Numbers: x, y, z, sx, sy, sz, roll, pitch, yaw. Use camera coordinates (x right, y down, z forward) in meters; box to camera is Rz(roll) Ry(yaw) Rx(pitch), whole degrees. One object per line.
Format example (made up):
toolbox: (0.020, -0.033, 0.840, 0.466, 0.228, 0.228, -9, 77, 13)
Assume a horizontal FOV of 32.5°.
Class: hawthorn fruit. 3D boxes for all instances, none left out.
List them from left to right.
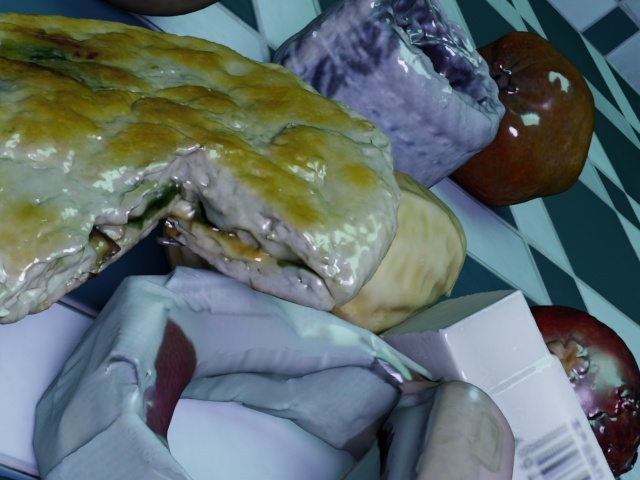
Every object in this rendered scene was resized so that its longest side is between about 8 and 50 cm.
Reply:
hawthorn fruit: (0.239, -0.133, 1.379, 0.248, 0.208, 0.208, 61, 7, -57)

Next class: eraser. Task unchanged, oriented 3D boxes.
eraser: (0.145, 0.175, 0.780, 0.279, 0.081, 0.124, 65, -21, -2)

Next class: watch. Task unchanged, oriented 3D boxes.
watch: (-0.033, 0.120, 0.617, 0.241, 0.162, 0.253, 38, 23, -2)

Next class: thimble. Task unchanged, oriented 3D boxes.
thimble: (0.071, -0.159, 1.132, 0.245, 0.157, 0.217, 11, 46, -55)

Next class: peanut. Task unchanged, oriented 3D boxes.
peanut: (0.000, 0.000, 0.819, 0.305, 0.147, 0.147, 18, 42, -51)

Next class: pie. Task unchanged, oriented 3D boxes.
pie: (-0.118, -0.059, 0.626, 0.337, 0.075, 0.337, 13, 29, -8)

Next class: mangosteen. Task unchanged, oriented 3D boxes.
mangosteen: (0.217, 0.150, 0.995, 0.180, 0.166, 0.166, 60, 7, -59)

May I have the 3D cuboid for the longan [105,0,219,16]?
longan: (-0.148, -0.275, 0.901, 0.204, 0.159, 0.185, 41, 23, 16)
